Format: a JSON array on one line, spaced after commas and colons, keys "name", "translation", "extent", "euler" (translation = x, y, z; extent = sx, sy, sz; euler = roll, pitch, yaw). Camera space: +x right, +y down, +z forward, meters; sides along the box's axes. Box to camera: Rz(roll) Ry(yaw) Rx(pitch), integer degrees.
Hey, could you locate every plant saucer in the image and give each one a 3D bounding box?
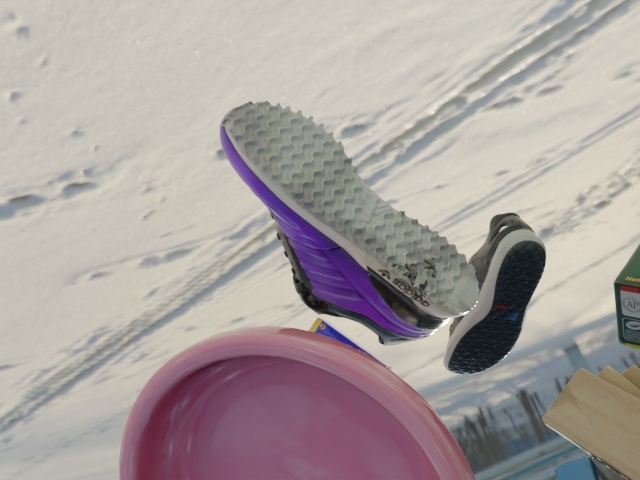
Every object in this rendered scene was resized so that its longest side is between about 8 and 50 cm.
[{"name": "plant saucer", "translation": [-0.017, 0.226, 0.659], "extent": [0.332, 0.332, 0.084], "euler": [-30, 180, 25]}]

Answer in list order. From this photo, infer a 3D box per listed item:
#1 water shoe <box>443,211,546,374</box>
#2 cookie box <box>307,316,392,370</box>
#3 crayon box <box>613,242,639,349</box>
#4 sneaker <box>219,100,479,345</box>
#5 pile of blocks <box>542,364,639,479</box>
[{"name": "water shoe", "translation": [0.192, 0.063, 0.855], "extent": [0.072, 0.080, 0.203], "euler": [12, 123, -15]}, {"name": "cookie box", "translation": [0.017, 0.161, 0.924], "extent": [0.092, 0.107, 0.040], "euler": [-55, 162, -3]}, {"name": "crayon box", "translation": [0.571, 0.028, 0.860], "extent": [0.362, 0.106, 0.313], "euler": [10, -142, 39]}, {"name": "sneaker", "translation": [0.000, 0.001, 0.741], "extent": [0.146, 0.293, 0.102], "euler": [-47, -179, 45]}, {"name": "pile of blocks", "translation": [0.189, 0.167, 0.418], "extent": [0.362, 0.149, 0.112], "euler": [-49, 124, -4]}]
